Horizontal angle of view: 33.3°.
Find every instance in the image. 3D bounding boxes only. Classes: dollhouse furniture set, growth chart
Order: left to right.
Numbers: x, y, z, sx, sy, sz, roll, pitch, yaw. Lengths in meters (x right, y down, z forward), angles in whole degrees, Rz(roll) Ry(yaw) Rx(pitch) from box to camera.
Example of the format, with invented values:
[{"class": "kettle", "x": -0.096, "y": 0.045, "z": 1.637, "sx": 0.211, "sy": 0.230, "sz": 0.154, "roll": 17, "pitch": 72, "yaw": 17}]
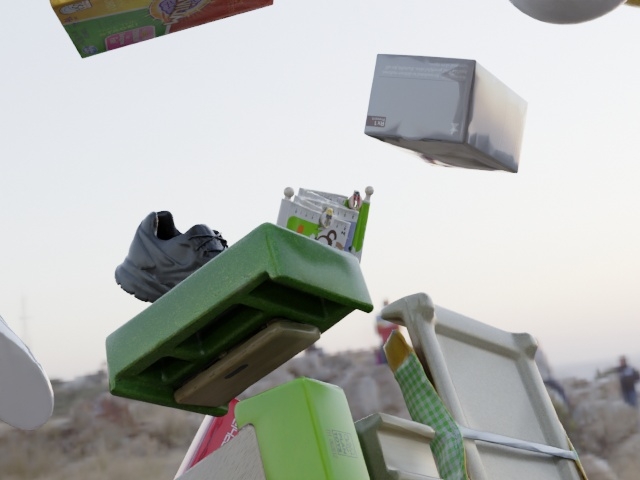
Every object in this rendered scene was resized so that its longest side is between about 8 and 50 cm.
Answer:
[{"class": "growth chart", "x": 0.000, "y": 0.000, "z": 1.593, "sx": 0.021, "sy": 0.172, "sz": 0.237, "roll": 10, "pitch": 6, "yaw": 36}, {"class": "dollhouse furniture set", "x": 0.036, "y": 0.142, "z": 0.699, "sx": 0.151, "sy": 0.197, "sz": 0.301, "roll": -38, "pitch": -39, "yaw": 28}]

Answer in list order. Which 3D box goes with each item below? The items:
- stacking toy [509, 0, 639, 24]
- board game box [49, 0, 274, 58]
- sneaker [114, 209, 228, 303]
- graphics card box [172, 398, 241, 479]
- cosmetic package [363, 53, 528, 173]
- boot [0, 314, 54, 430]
[{"class": "stacking toy", "x": 0.302, "y": -0.307, "z": 0.920, "sx": 0.480, "sy": 0.350, "sz": 0.350, "roll": -39, "pitch": 6, "yaw": -31}, {"class": "board game box", "x": -0.226, "y": -0.371, "z": 1.566, "sx": 0.316, "sy": 0.064, "sz": 0.242, "roll": -17, "pitch": -6, "yaw": -4}, {"class": "sneaker", "x": -0.149, "y": 0.052, "z": 1.427, "sx": 0.286, "sy": 0.130, "sz": 0.109, "roll": 26, "pitch": 14, "yaw": 22}, {"class": "graphics card box", "x": -0.004, "y": 0.359, "z": 1.152, "sx": 0.371, "sy": 0.233, "sz": 0.094, "roll": 30, "pitch": -29, "yaw": -9}, {"class": "cosmetic package", "x": 0.156, "y": -0.147, "z": 1.280, "sx": 0.127, "sy": 0.107, "sz": 0.238, "roll": 8, "pitch": -4, "yaw": 24}, {"class": "boot", "x": -0.335, "y": 0.103, "z": 1.093, "sx": 0.069, "sy": 0.190, "sz": 0.086, "roll": -32, "pitch": 15, "yaw": -2}]
